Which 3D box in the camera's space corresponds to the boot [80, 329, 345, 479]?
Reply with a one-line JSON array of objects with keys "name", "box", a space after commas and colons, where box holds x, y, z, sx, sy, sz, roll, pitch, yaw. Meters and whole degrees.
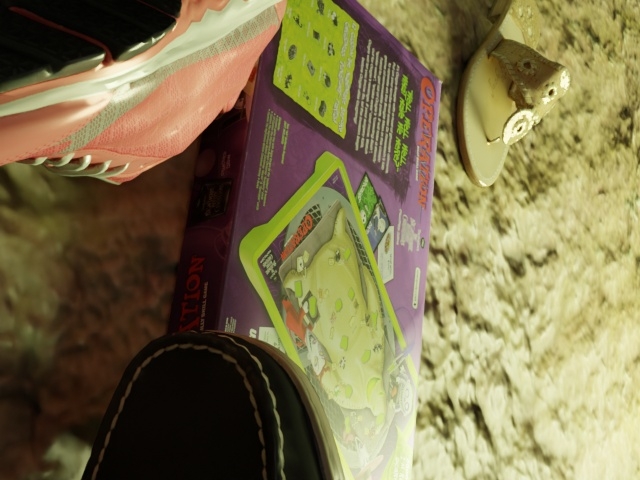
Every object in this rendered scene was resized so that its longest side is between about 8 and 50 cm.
[{"name": "boot", "box": [-0.106, 0.184, 0.344, 0.284, 0.138, 0.377, 43, 54, -59]}]

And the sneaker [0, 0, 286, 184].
[{"name": "sneaker", "box": [-0.101, -0.069, 0.467, 0.314, 0.116, 0.136, -41, 153, -52]}]

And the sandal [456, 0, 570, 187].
[{"name": "sandal", "box": [0.190, -0.156, 0.940, 0.088, 0.079, 0.240, 50, 44, -35]}]

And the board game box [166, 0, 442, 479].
[{"name": "board game box", "box": [0.000, 0.000, 0.664, 0.208, 0.056, 0.346, 30, 57, -42]}]
